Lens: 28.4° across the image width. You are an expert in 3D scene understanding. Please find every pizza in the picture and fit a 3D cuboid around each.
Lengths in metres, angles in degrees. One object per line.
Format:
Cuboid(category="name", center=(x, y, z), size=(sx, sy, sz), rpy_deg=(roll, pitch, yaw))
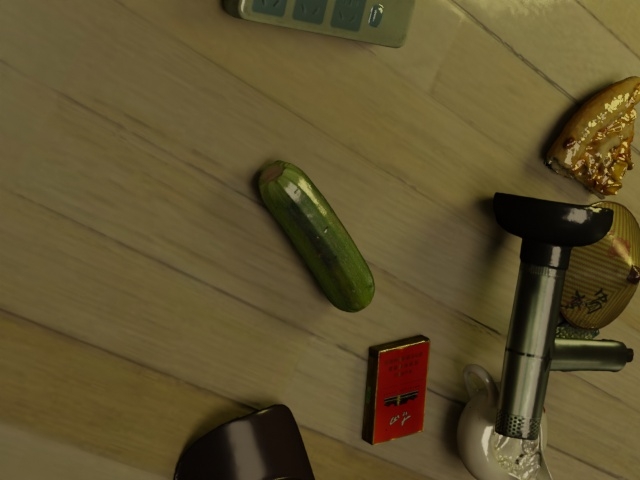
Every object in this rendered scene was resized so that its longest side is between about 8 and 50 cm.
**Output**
Cuboid(category="pizza", center=(0.388, -0.125, 1.749), size=(0.182, 0.062, 0.161), rpy_deg=(-32, 127, -28))

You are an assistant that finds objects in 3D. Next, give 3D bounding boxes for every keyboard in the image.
Cuboid(category="keyboard", center=(0.339, 0.153, 1.833), size=(0.176, 0.014, 0.055), rpy_deg=(-29, 118, -28))

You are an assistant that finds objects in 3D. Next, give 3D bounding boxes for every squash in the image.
Cuboid(category="squash", center=(0.000, 0.000, 1.483), size=(0.066, 0.066, 0.229), rpy_deg=(-46, 126, -17))

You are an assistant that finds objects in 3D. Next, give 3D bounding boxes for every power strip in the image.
Cuboid(category="power strip", center=(0.009, -0.288, 1.407), size=(0.270, 0.046, 0.118), rpy_deg=(3, 102, -39))

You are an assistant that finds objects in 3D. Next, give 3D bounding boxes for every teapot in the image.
Cuboid(category="teapot", center=(0.244, 0.258, 1.738), size=(0.145, 0.092, 0.226), rpy_deg=(-42, 117, -25))

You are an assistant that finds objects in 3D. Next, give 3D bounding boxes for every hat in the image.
Cuboid(category="hat", center=(-0.036, 0.373, 1.485), size=(0.238, 0.209, 0.336), rpy_deg=(-19, 114, -29))
Cuboid(category="hat", center=(0.425, 0.044, 1.811), size=(0.193, 0.082, 0.193), rpy_deg=(-10, 107, -35))

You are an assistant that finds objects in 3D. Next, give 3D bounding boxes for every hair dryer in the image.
Cuboid(category="hair dryer", center=(0.323, 0.088, 1.722), size=(0.284, 0.155, 0.320), rpy_deg=(-13, 110, -60))

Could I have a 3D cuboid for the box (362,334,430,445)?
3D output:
Cuboid(category="box", center=(0.100, 0.194, 1.651), size=(0.090, 0.023, 0.133), rpy_deg=(-7, 108, -35))
